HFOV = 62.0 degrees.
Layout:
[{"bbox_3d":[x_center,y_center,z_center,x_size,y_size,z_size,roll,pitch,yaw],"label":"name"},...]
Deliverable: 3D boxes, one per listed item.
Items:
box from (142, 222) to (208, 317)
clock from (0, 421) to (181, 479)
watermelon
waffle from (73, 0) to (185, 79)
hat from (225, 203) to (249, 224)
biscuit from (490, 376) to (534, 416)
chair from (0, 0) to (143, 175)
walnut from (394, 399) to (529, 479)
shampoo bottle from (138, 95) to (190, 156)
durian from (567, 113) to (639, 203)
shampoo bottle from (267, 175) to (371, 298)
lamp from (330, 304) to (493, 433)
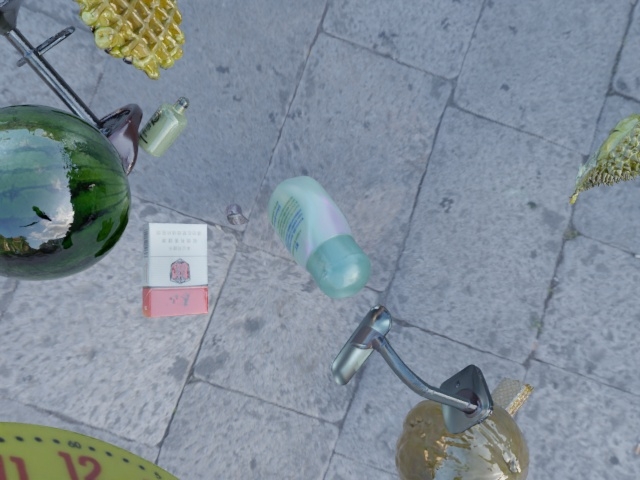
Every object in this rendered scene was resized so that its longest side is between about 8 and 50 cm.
[{"bbox_3d":[-0.240,0.048,0.882,0.100,0.048,0.152,1,83,-32],"label":"box"},{"bbox_3d":[-0.092,0.179,0.252,0.294,0.277,0.071,30,84,41],"label":"clock"},{"bbox_3d":[-0.389,-0.064,0.732,0.243,0.242,0.242,0,86,-5],"label":"watermelon"},{"bbox_3d":[-0.398,-0.506,1.108,0.062,0.329,0.329,-14,86,29],"label":"waffle"},{"bbox_3d":[-0.241,-0.077,1.530,0.058,0.087,0.042,-11,63,22],"label":"hat"},{"bbox_3d":[0.509,0.564,1.627,0.379,0.094,0.054,-43,112,-17],"label":"biscuit"},{"bbox_3d":[-0.555,-0.317,1.154,0.227,0.226,0.401,-38,124,-7],"label":"chair"},{"bbox_3d":[0.332,0.516,1.286,0.333,0.333,0.332,0,86,-5],"label":"walnut"},{"bbox_3d":[-0.377,-0.285,1.307,0.079,0.079,0.162,44,107,-1],"label":"shampoo bottle"},{"bbox_3d":[0.532,-0.138,0.957,0.102,0.146,0.208,46,114,13],"label":"durian"},{"bbox_3d":[0.000,0.000,1.388,0.151,0.221,0.349,-12,50,-32],"label":"shampoo bottle"},{"bbox_3d":[0.168,0.283,1.046,0.283,0.124,0.203,32,125,-11],"label":"lamp"}]
